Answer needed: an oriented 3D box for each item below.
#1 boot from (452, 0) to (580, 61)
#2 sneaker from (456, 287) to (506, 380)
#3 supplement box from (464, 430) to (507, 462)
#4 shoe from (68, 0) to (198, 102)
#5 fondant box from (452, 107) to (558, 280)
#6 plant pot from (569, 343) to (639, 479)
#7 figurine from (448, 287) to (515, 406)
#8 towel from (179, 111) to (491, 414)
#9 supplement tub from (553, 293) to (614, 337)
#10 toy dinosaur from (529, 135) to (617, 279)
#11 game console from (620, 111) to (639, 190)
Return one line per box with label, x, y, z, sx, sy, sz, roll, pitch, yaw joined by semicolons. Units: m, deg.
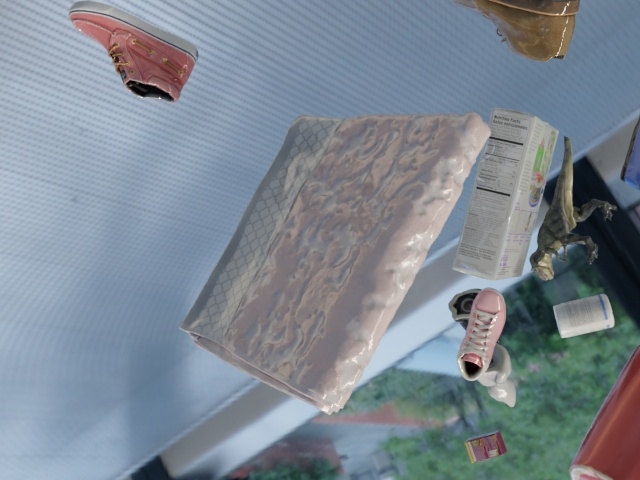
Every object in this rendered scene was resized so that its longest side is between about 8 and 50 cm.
boot;0.327;-0.392;1.614;0.112;0.305;0.115;-14;119;-25
sneaker;0.227;0.138;1.289;0.070;0.051;0.134;-42;147;-67
supplement box;0.398;0.496;2.194;0.083;0.055;0.043;-21;172;25
shoe;-0.255;-0.246;1.194;0.178;0.081;0.063;21;161;-8
fondant box;0.385;-0.090;1.872;0.238;0.096;0.330;1;105;-65
plant pot;0.548;0.339;1.449;0.243;0.275;0.275;-44;158;-18
figurine;0.364;0.240;1.961;0.092;0.215;0.209;-20;146;13
towel;0.000;0.000;1.000;0.053;0.317;0.332;37;76;-33
supplement tub;0.532;0.152;1.839;0.107;0.071;0.071;-14;155;9
toy dinosaur;0.431;-0.033;1.557;0.064;0.118;0.268;-20;127;-47
game console;0.775;-0.247;1.956;0.173;0.250;0.293;3;111;-17
